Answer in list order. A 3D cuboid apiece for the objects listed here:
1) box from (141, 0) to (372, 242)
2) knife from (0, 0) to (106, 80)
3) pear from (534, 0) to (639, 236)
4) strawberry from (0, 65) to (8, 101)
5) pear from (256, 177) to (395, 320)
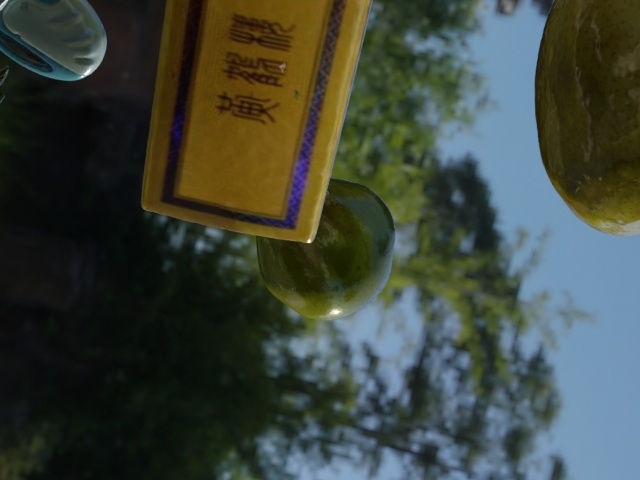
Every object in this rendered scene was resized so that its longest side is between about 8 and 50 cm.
[{"bbox_3d":[-0.009,-0.173,0.788,0.193,0.084,0.301,102,-2,-45],"label":"box"},{"bbox_3d":[-0.214,-0.162,0.955,0.064,0.222,0.031,-52,-174,34],"label":"knife"},{"bbox_3d":[0.320,-0.150,1.456,0.304,0.304,0.304,-164,-90,-79],"label":"pear"},{"bbox_3d":[-0.274,-0.103,0.996,0.146,0.187,0.082,-105,-153,-50],"label":"strawberry"},{"bbox_3d":[0.000,0.000,1.052,0.092,0.092,0.097,-89,159,-52],"label":"pear"}]
